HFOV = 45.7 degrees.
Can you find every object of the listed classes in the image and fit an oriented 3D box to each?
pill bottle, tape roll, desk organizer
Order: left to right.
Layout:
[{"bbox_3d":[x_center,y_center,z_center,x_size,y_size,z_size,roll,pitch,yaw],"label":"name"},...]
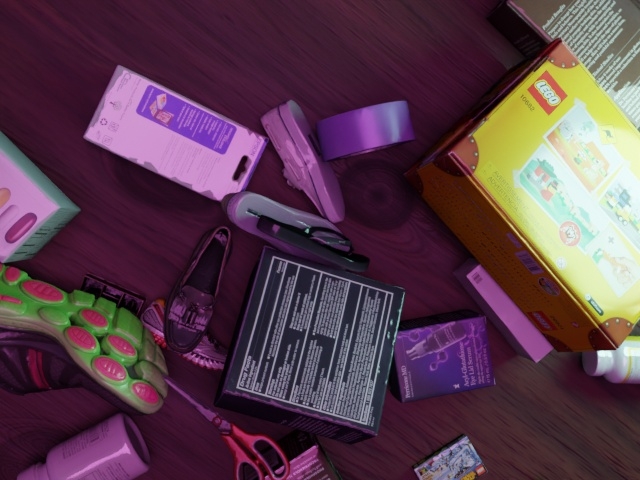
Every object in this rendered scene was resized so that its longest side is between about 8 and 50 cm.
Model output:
[{"bbox_3d":[-0.463,0.446,1.490,0.229,0.131,0.131,-27,95,-6],"label":"pill bottle"},{"bbox_3d":[-0.420,0.112,1.525,0.130,0.050,0.047,24,88,-7],"label":"desk organizer"},{"bbox_3d":[0.089,-0.216,1.512,0.189,0.189,0.080,-13,93,-7],"label":"tape roll"},{"bbox_3d":[0.670,0.258,1.644,0.184,0.103,0.103,3,91,-7],"label":"pill bottle"}]

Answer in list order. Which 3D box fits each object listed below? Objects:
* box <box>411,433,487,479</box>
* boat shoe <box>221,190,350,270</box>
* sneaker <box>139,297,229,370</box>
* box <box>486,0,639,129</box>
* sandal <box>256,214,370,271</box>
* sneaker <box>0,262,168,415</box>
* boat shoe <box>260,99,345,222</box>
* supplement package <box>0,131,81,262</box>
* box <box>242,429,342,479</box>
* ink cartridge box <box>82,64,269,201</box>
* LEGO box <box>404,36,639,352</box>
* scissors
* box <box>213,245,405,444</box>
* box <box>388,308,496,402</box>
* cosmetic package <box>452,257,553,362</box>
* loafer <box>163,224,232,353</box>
[{"bbox_3d":[0.279,0.494,1.639,0.137,0.027,0.094,-30,94,-5],"label":"box"},{"bbox_3d":[-0.064,-0.025,1.530,0.302,0.094,0.109,31,92,-31],"label":"boat shoe"},{"bbox_3d":[-0.256,0.193,1.531,0.225,0.088,0.092,28,87,-8],"label":"sneaker"},{"bbox_3d":[0.559,-0.419,1.593,0.381,0.143,0.191,43,87,-8],"label":"box"},{"bbox_3d":[0.000,0.000,1.457,0.255,0.097,0.054,23,96,-31],"label":"sandal"},{"bbox_3d":[-0.509,0.206,1.459,0.483,0.185,0.202,26,123,5],"label":"sneaker"},{"bbox_3d":[-0.038,-0.150,1.550,0.088,0.096,0.267,-23,102,22],"label":"boat shoe"},{"bbox_3d":[-0.608,-0.103,1.417,0.145,0.204,0.262,-45,96,-4],"label":"supplement package"},{"bbox_3d":[-0.037,0.512,1.528,0.167,0.168,0.203,-31,96,-6],"label":"box"},{"bbox_3d":[-0.286,-0.203,1.527,0.333,0.065,0.165,26,89,-6],"label":"ink cartridge box"},{"bbox_3d":[0.479,-0.082,1.520,0.372,0.193,0.500,-44,97,-21],"label":"LEGO box"},{"bbox_3d":[-0.173,0.344,1.428,0.109,0.021,0.297,-35,89,-2],"label":"scissors"},{"bbox_3d":[-0.023,0.206,1.474,0.294,0.183,0.296,18,66,-8],"label":"box"},{"bbox_3d":[0.242,0.239,1.586,0.207,0.108,0.153,-11,94,-7],"label":"box"},{"bbox_3d":[0.387,0.144,1.608,0.060,0.099,0.239,-40,97,-7],"label":"cosmetic package"},{"bbox_3d":[-0.239,0.088,1.489,0.096,0.084,0.267,21,67,-10],"label":"loafer"}]
